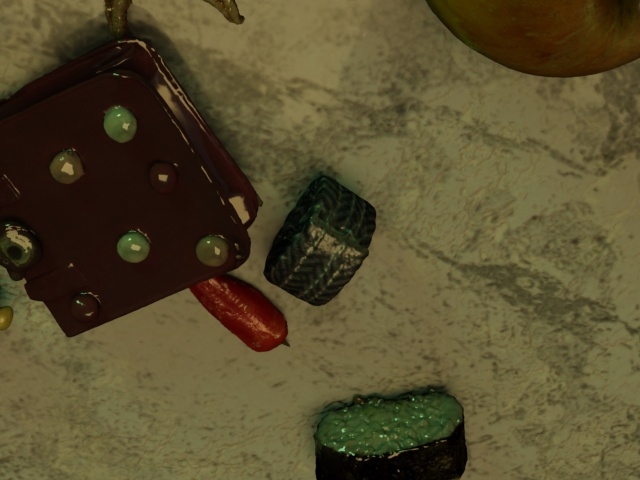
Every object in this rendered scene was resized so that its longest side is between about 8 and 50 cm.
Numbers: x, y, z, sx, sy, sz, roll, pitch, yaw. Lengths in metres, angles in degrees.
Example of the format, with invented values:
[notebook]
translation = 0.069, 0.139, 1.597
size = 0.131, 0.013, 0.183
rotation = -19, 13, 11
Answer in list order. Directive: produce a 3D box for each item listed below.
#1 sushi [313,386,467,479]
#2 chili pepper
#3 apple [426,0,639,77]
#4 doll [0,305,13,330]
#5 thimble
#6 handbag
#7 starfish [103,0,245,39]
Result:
[sushi]
translation = 0.068, 0.201, 1.051
size = 0.150, 0.090, 0.078
rotation = -10, 122, -7
[chili pepper]
translation = -0.087, 0.048, 0.981
size = 0.045, 0.027, 0.178
rotation = -40, 113, 12
[apple]
translation = 0.174, -0.240, 0.801
size = 0.236, 0.207, 0.237
rotation = -15, 132, -17
[doll]
translation = -0.389, 0.013, 0.881
size = 0.291, 0.086, 0.117
rotation = 33, 147, -25
[thimble]
translation = -0.001, 0.001, 0.939
size = 0.066, 0.095, 0.104
rotation = 29, 144, -12
[handbag]
translation = -0.180, -0.035, 0.879
size = 0.216, 0.074, 0.203
rotation = -23, 119, 16
[starfish]
translation = -0.148, -0.224, 0.803
size = 0.213, 0.057, 0.238
rotation = 28, 147, 11
